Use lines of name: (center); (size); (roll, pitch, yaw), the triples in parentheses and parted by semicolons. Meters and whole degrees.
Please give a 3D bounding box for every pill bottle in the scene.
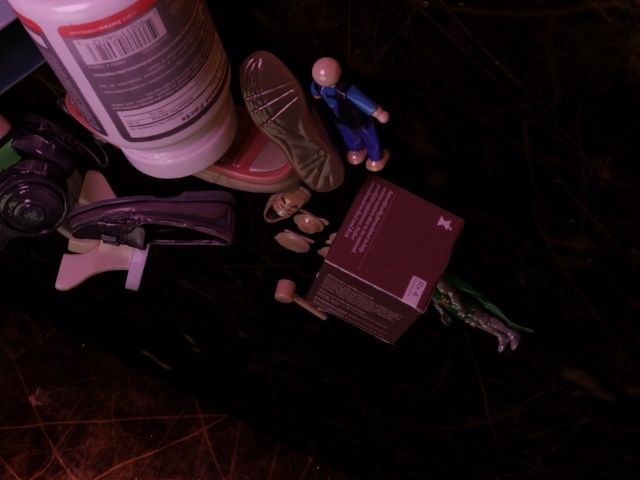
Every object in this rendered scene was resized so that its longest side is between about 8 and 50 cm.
pill bottle: (-0.233, -0.245, 1.245); (0.210, 0.210, 0.363); (19, 156, 20)

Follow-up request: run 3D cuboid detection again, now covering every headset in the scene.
headset: (-0.525, -0.142, 1.785); (0.394, 0.243, 0.185); (-17, 139, 31)

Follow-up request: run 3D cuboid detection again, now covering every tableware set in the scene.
tableware set: (0.000, 0.000, 1.758); (0.141, 0.020, 0.168); (25, 153, -10)

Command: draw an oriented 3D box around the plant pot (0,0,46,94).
plant pot: (-0.511, -0.337, 1.336); (0.252, 0.248, 0.247); (46, 156, -4)

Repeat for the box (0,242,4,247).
box: (-0.746, -0.080, 2.115); (0.216, 0.270, 0.060); (31, 126, -8)

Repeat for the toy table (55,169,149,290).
toy table: (-0.420, -0.004, 1.969); (0.161, 0.252, 0.274); (15, 148, -11)

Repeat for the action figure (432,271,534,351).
action figure: (0.238, 0.109, 1.688); (0.232, 0.063, 0.137); (34, 160, -7)

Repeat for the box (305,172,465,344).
box: (0.096, 0.034, 1.533); (0.167, 0.168, 0.203); (27, 157, 2)

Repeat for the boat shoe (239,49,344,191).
boat shoe: (-0.038, -0.169, 1.365); (0.080, 0.073, 0.223); (-27, 114, 16)

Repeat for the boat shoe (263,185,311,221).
boat shoe: (-0.057, -0.060, 1.664); (0.050, 0.045, 0.135); (32, 157, -12)

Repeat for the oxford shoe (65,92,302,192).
oxford shoe: (-0.209, -0.154, 1.518); (0.397, 0.140, 0.146); (23, 165, 15)

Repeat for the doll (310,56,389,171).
doll: (0.039, -0.172, 1.310); (0.129, 0.046, 0.189); (23, 156, 39)

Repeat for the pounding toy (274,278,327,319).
pounding toy: (0.027, 0.075, 1.750); (0.206, 0.094, 0.181); (10, 159, -3)

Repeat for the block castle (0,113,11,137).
block castle: (-0.846, -0.196, 1.919); (0.453, 0.303, 0.213); (4, 146, 42)

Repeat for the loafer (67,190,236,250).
loafer: (-0.300, -0.025, 1.764); (0.303, 0.095, 0.109); (-7, 160, -4)

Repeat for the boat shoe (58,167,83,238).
boat shoe: (-0.575, -0.084, 2.089); (0.119, 0.121, 0.335); (22, 160, 1)
